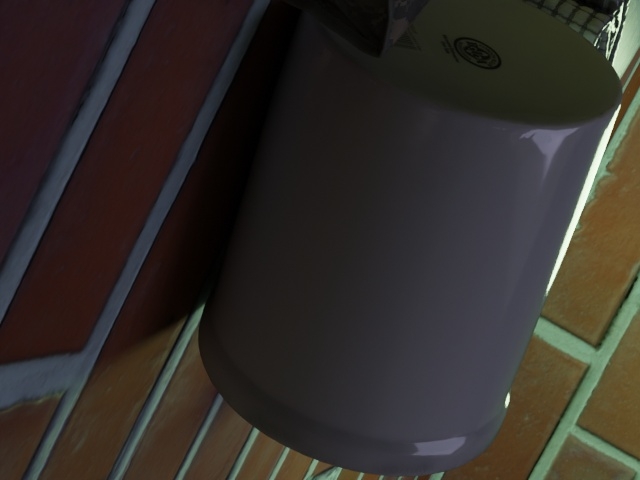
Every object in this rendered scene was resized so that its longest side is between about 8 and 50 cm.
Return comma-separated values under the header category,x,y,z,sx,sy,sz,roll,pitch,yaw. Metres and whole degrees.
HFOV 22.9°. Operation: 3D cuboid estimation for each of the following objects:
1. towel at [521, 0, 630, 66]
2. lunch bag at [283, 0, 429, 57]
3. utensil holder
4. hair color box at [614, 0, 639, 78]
category,x,y,z,sx,sy,sz,roll,pitch,yaw
towel,0.209,-0.229,1.722,0.121,0.235,0.283,-62,166,-19
lunch bag,0.066,-0.326,1.200,0.235,0.169,0.287,-51,167,-32
utensil holder,0.084,-0.024,1.517,0.327,0.328,0.385,-39,152,-55
hair color box,0.289,-0.295,1.948,0.113,0.185,0.374,-60,165,-2
